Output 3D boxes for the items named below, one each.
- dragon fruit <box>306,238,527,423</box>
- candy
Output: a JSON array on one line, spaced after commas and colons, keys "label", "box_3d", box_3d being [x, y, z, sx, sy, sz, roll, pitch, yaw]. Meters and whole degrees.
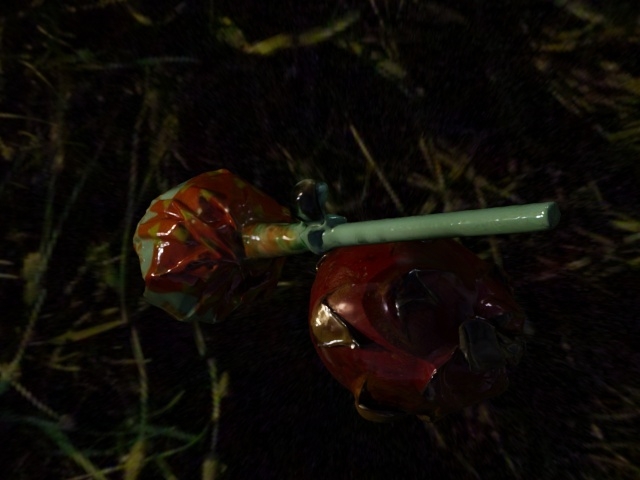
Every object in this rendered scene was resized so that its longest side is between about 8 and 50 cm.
[{"label": "dragon fruit", "box_3d": [0.045, 0.046, 0.746, 0.125, 0.246, 0.125, 34, 90, -19]}, {"label": "candy", "box_3d": [-0.001, 0.001, 0.528, 0.078, 0.288, 0.084, 40, 66, -29]}]
